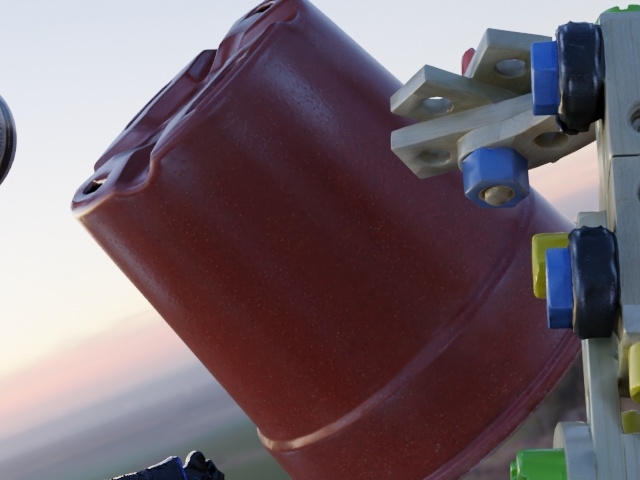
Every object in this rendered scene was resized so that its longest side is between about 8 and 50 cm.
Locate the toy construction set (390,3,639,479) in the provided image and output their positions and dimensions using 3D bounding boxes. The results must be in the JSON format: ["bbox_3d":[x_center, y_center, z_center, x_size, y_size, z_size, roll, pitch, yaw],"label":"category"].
[{"bbox_3d":[0.133,0.021,0.741,0.151,0.327,0.215,-15,-29,-1],"label":"toy construction set"}]

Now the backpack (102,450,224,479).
[{"bbox_3d":[-0.085,0.208,0.741,0.117,0.173,0.158,-9,-37,-19],"label":"backpack"}]

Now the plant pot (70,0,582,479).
[{"bbox_3d":[0.000,0.000,1.056,0.272,0.265,0.272,-41,15,14],"label":"plant pot"}]

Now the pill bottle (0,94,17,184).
[{"bbox_3d":[-0.347,-0.092,1.336,0.119,0.119,0.208,-21,-10,16],"label":"pill bottle"}]
